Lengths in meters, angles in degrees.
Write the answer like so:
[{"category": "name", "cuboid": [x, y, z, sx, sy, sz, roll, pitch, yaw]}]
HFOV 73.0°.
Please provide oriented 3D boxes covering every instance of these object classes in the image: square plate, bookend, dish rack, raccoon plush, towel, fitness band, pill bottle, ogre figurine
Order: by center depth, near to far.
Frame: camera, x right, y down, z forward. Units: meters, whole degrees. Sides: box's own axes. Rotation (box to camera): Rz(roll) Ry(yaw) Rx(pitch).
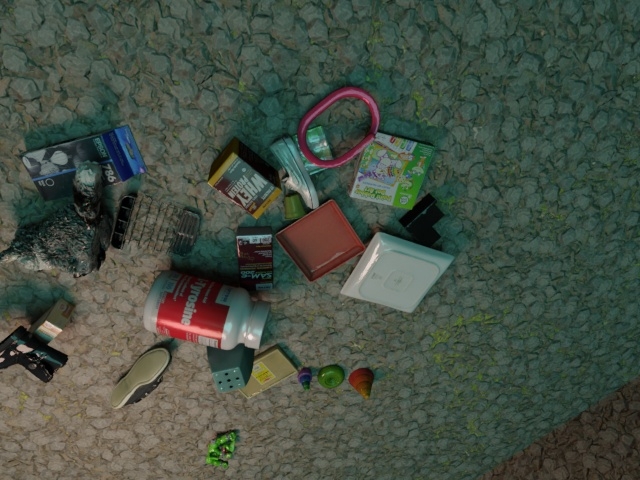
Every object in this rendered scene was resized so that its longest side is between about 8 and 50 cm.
[{"category": "raccoon plush", "cuboid": [-0.847, -0.079, 1.379, 0.299, 0.216, 0.446, 12, 111, -9]}, {"category": "fitness band", "cuboid": [0.061, -0.369, 1.423, 0.291, 0.054, 0.209, -37, 96, 7]}, {"category": "towel", "cuboid": [-0.023, -0.307, 1.488, 0.113, 0.023, 0.152, -20, 118, 1]}, {"category": "dish rack", "cuboid": [-0.565, -0.040, 1.507, 0.271, 0.074, 0.208, 18, 113, -18]}, {"category": "pill bottle", "cuboid": [-0.396, 0.259, 1.558, 0.408, 0.229, 0.229, 14, 114, -2]}, {"category": "bookend", "cuboid": [0.412, -0.068, 1.653, 0.157, 0.072, 0.156, -44, 116, 13]}, {"category": "square plate", "cuboid": [0.302, 0.150, 1.719, 0.344, 0.049, 0.347, 17, 125, -15]}, {"category": "ogre figurine", "cuboid": [-0.472, 0.987, 2.036, 0.118, 0.097, 0.197, 10, 127, -27]}]

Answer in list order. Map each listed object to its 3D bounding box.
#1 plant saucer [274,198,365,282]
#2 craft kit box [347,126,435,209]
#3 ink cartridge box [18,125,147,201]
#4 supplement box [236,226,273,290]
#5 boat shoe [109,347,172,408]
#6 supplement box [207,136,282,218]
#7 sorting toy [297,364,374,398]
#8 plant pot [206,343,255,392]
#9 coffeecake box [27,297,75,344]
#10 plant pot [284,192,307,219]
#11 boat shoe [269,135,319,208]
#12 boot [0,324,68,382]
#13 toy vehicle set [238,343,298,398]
[{"category": "plant saucer", "cuboid": [0.000, 0.000, 1.635, 0.258, 0.048, 0.259, -32, 118, 7]}, {"category": "craft kit box", "cuboid": [0.250, -0.251, 1.545, 0.250, 0.061, 0.246, 10, 117, -14]}, {"category": "ink cartridge box", "cuboid": [-0.749, -0.244, 1.380, 0.333, 0.065, 0.165, -16, 118, -2]}, {"category": "supplement box", "cuboid": [-0.242, 0.071, 1.617, 0.130, 0.073, 0.239, -3, 118, -8]}, {"category": "boat shoe", "cuboid": [-0.710, 0.568, 1.777, 0.340, 0.127, 0.113, -47, 144, 7]}, {"category": "supplement box", "cuboid": [-0.244, -0.206, 1.407, 0.194, 0.191, 0.129, 37, 106, -24]}, {"category": "sorting toy", "cuboid": [0.080, 0.649, 1.935, 0.365, 0.126, 0.127, 9, 115, -14]}, {"category": "plant pot", "cuboid": [-0.355, 0.469, 1.710, 0.166, 0.234, 0.165, -12, 118, -4]}, {"category": "coffeecake box", "cuboid": [-1.003, 0.321, 1.580, 0.185, 0.142, 0.068, -40, 117, 12]}, {"category": "plant pot", "cuboid": [-0.096, -0.125, 1.544, 0.083, 0.083, 0.079, -11, 106, -3]}, {"category": "boat shoe", "cuboid": [-0.090, -0.217, 1.473, 0.088, 0.096, 0.267, -29, 117, -9]}, {"category": "boot", "cuboid": [-1.032, 0.432, 1.496, 0.246, 0.094, 0.207, -39, 112, 5]}, {"category": "toy vehicle set", "cuboid": [-0.254, 0.576, 1.893, 0.267, 0.035, 0.166, -30, 118, 7]}]
